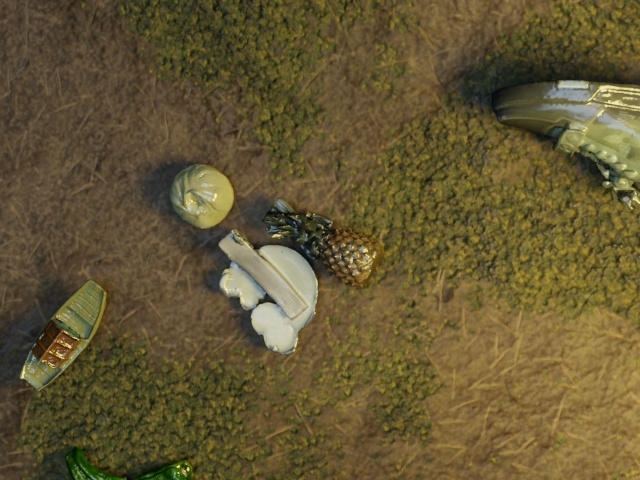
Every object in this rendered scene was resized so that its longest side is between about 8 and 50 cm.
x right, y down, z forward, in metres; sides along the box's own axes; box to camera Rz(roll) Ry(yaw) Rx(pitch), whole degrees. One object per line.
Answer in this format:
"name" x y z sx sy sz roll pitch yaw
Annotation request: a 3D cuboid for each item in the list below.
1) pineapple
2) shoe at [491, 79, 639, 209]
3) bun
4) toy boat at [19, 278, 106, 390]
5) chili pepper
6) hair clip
"pineapple" 0.000 0.000 1.832 0.159 0.074 0.074 30 100 10
"shoe" 0.352 -0.113 1.731 0.293 0.109 0.149 2 90 6
"bun" -0.158 -0.058 1.862 0.086 0.055 0.086 1 95 11
"toy boat" -0.340 0.126 1.908 0.065 0.066 0.172 39 100 8
"chili pepper" -0.258 0.324 1.920 0.182 0.050 0.073 4 103 13
"hair clip" -0.065 0.057 1.860 0.116 0.049 0.172 -43 89 16
